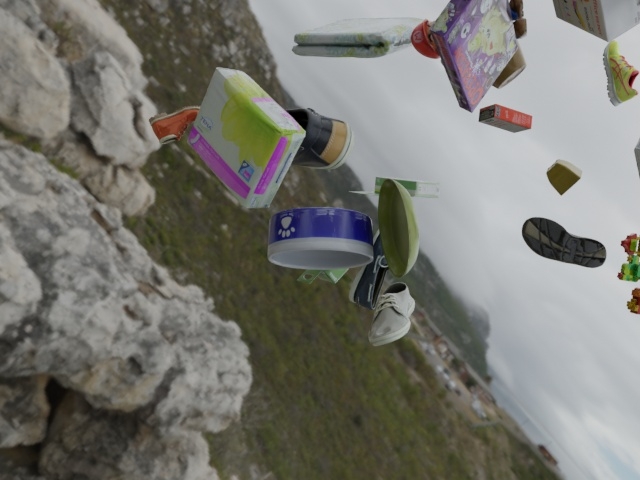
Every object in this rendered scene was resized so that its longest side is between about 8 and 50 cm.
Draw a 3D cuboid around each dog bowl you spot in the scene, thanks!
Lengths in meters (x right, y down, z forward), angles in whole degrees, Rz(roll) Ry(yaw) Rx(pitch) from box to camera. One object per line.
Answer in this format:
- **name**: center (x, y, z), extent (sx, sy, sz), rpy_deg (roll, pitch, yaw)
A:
- **dog bowl**: center (0.000, 0.000, 1.684), extent (0.265, 0.265, 0.104), rpy_deg (37, 51, -68)

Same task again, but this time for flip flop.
- **flip flop**: center (0.719, 0.011, 2.002), extent (0.277, 0.112, 0.080), rpy_deg (16, -1, -12)

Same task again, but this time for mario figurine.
- **mario figurine**: center (0.413, -0.609, 1.899), extent (0.198, 0.321, 0.170), rpy_deg (-80, 155, -52)

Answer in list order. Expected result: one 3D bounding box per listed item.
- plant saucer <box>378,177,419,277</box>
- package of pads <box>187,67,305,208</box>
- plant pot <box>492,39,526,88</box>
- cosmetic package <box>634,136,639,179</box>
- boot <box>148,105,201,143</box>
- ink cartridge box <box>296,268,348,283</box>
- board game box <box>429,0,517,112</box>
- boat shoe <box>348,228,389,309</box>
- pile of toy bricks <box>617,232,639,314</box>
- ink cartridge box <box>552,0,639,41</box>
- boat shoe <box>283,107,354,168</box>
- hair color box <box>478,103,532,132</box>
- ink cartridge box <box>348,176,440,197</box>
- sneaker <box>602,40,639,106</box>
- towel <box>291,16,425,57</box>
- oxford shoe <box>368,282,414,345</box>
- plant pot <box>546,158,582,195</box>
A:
- **plant saucer**: center (0.188, -0.031, 1.604), extent (0.241, 0.037, 0.240), rpy_deg (173, -90, -80)
- **package of pads**: center (-0.186, -0.254, 1.620), extent (0.101, 0.229, 0.296), rpy_deg (-5, 43, -48)
- **plant pot**: center (0.563, -0.642, 2.255), extent (0.254, 0.237, 0.237), rpy_deg (54, 5, 7)
- **cosmetic package**: center (1.005, -0.151, 1.842), extent (0.162, 0.230, 0.453), rpy_deg (7, -40, 41)
- **boot**: center (-0.387, -0.320, 1.866), extent (0.059, 0.158, 0.084), rpy_deg (109, -40, -76)
- **ink cartridge box**: center (0.035, 0.069, 2.011), extent (0.062, 0.209, 0.109), rpy_deg (48, -15, -19)
- **board game box**: center (0.363, -0.463, 1.550), extent (0.056, 0.208, 0.347), rpy_deg (39, 1, 28)
- **boat shoe**: center (0.160, 0.062, 1.792), extent (0.079, 0.254, 0.095), rpy_deg (24, -4, 27)
- **pile of toy bricks**: center (0.825, 0.087, 1.753), extent (0.105, 0.212, 0.118), rpy_deg (7, 1, -10)
- **ink cartridge box**: center (0.764, -0.685, 1.828), extent (0.171, 0.168, 0.232), rpy_deg (56, 1, -41)
- **boat shoe**: center (-0.119, -0.279, 1.838), extent (0.156, 0.186, 0.500), rpy_deg (23, -8, -38)
- **hair color box**: center (0.537, -0.353, 1.949), extent (0.141, 0.043, 0.072), rpy_deg (10, -7, -27)
- **ink cartridge box**: center (0.227, -0.162, 2.048), extent (0.235, 0.056, 0.171), rpy_deg (0, 9, -43)
- **sneaker**: center (0.949, -0.531, 2.104), extent (0.082, 0.094, 0.208), rpy_deg (0, 81, -47)
- **towel**: center (0.138, -0.655, 2.179), extent (0.375, 0.320, 0.090), rpy_deg (11, -59, 33)
- **oxford shoe**: center (0.267, 0.280, 2.590), extent (0.130, 0.169, 0.449), rpy_deg (69, 21, -11)
- **plant pot**: center (0.746, -0.204, 2.074), extent (0.083, 0.081, 0.081), rpy_deg (43, 32, 2)
